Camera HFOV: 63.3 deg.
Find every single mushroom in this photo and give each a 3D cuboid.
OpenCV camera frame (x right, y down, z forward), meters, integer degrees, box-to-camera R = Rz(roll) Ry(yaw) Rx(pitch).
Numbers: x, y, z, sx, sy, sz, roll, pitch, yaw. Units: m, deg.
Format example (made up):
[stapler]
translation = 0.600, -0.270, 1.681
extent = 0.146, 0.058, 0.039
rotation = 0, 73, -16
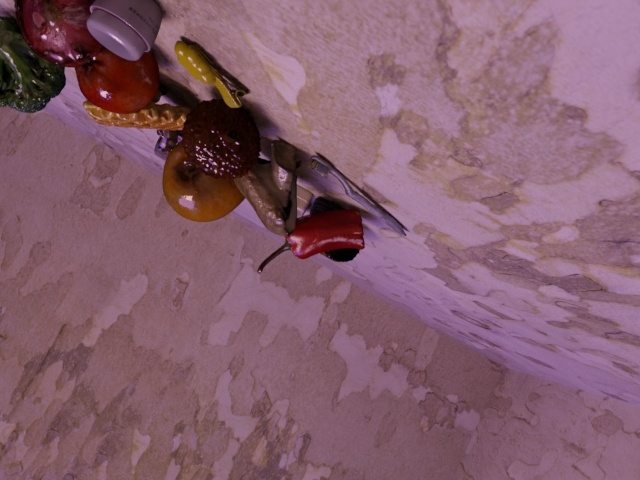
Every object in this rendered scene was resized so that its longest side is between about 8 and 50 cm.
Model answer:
[mushroom]
translation = -0.148, -0.126, 1.407
extent = 0.212, 0.217, 0.292
rotation = 10, 170, -10

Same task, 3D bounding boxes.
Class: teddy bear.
[teddy bear]
translation = -0.480, -0.353, 1.633
extent = 0.119, 0.078, 0.160
rotation = -41, 73, 51

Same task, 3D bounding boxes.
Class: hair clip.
[hair clip]
translation = -0.229, -0.341, 1.066
extent = 0.072, 0.046, 0.173
rotation = 13, 160, 49

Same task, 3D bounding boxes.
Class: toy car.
[toy car]
translation = -0.503, -0.334, 1.764
extent = 0.089, 0.108, 0.210
rotation = 35, 168, -24

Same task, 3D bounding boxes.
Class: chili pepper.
[chili pepper]
translation = -0.040, -0.014, 1.561
extent = 0.339, 0.134, 0.131
rotation = -10, 137, 2

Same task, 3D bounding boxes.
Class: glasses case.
[glasses case]
translation = -0.109, -0.133, 1.811
extent = 0.131, 0.070, 0.313
rotation = 29, 171, -3

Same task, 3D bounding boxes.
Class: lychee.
[lychee]
translation = -0.232, -0.235, 1.222
extent = 0.200, 0.200, 0.238
rotation = 32, 177, -23

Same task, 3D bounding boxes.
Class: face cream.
[face cream]
translation = -0.353, -0.396, 0.941
extent = 0.117, 0.104, 0.117
rotation = 28, 170, 5

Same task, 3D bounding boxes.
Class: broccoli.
[broccoli]
translation = -0.892, -0.513, 1.523
extent = 0.294, 0.265, 0.245
rotation = 50, 165, 22

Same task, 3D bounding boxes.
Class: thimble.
[thimble]
translation = 0.021, -0.091, 1.664
extent = 0.104, 0.066, 0.095
rotation = 17, 167, 41

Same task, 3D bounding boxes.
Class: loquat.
[loquat]
translation = -0.351, -0.195, 1.613
extent = 0.275, 0.274, 0.275
rotation = 28, 171, 5

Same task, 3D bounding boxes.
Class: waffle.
[waffle]
translation = -0.458, -0.330, 1.385
extent = 0.310, 0.065, 0.283
rotation = 5, -173, 4

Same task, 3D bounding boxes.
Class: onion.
[onion]
translation = -0.502, -0.442, 1.033
extent = 0.184, 0.183, 0.147
rotation = 30, -151, -5

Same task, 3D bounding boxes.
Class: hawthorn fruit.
[hawthorn fruit]
translation = -0.442, -0.372, 1.173
extent = 0.179, 0.179, 0.201
rotation = 22, -175, 38

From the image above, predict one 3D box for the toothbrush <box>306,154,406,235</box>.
[toothbrush]
translation = 0.112, -0.107, 1.379
extent = 0.414, 0.042, 0.035
rotation = 33, 171, -38

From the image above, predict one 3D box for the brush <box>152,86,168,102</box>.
[brush]
translation = -0.524, -0.421, 1.493
extent = 0.072, 0.067, 0.313
rotation = 34, 172, -36

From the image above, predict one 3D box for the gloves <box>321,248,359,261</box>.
[gloves]
translation = 0.007, -0.014, 1.823
extent = 0.203, 0.155, 0.357
rotation = 11, 179, -32
